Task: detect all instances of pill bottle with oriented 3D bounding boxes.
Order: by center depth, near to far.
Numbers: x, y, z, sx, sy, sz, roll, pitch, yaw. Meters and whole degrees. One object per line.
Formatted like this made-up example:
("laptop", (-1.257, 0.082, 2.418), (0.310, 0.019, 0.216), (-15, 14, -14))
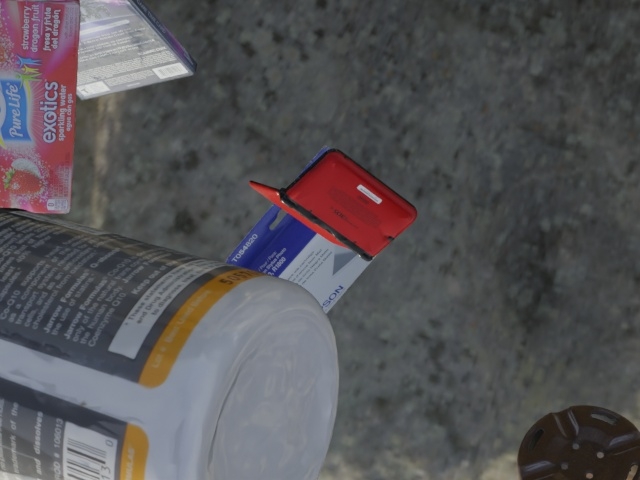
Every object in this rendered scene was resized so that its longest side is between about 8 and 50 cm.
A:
("pill bottle", (-0.143, 0.070, 0.769), (0.278, 0.162, 0.162), (14, 134, 28))

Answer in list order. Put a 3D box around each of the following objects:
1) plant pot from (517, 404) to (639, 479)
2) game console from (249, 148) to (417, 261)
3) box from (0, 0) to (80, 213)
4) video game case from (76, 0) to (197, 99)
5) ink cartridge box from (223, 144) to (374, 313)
("plant pot", (0.266, 0.261, 1.385), (0.167, 0.167, 0.165), (4, 139, 18))
("game console", (0.014, -0.047, 1.560), (0.124, 0.085, 0.144), (-43, 125, 19))
("box", (-0.335, -0.170, 1.554), (0.123, 0.128, 0.257), (1, 119, -14))
("video game case", (-0.319, -0.292, 1.886), (0.196, 0.026, 0.274), (-9, 145, 26))
("ink cartridge box", (0.000, 0.000, 1.927), (0.223, 0.045, 0.224), (-49, 146, 5))
